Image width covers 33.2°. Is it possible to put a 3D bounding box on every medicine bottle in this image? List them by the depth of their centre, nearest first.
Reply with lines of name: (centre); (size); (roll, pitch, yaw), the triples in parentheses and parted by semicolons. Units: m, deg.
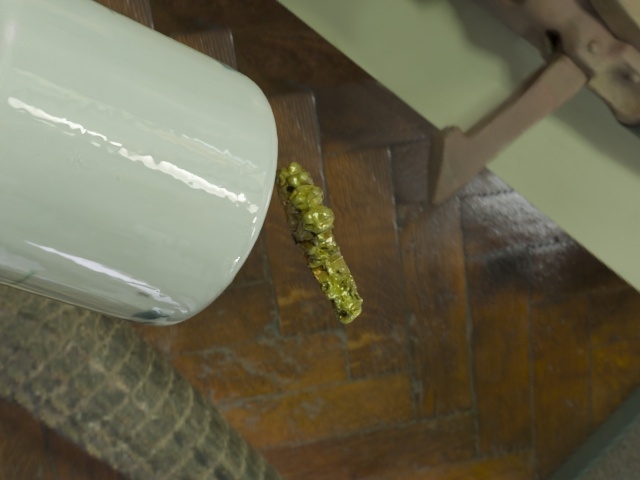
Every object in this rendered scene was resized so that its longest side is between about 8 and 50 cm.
medicine bottle: (-0.148, -0.052, 0.473); (0.237, 0.139, 0.139); (19, 111, -36)

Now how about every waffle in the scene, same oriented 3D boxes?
waffle: (-0.003, 0.001, 1.198); (0.051, 0.149, 0.194); (-21, 124, 0)
